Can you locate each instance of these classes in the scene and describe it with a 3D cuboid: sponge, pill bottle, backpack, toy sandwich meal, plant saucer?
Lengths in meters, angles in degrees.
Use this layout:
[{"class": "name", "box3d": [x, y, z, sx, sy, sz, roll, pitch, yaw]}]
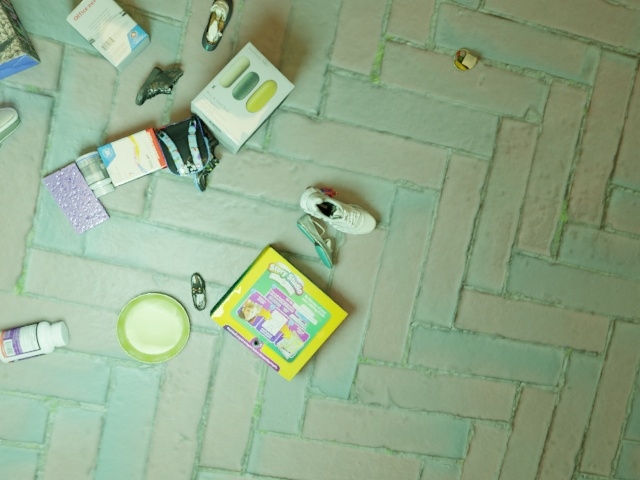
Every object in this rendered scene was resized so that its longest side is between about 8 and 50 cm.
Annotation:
[{"class": "sponge", "box3d": [-0.797, -0.135, 1.812, 0.117, 0.031, 0.210, -30, 100, -5]}, {"class": "pill bottle", "box3d": [-0.724, -0.212, 1.794, 0.078, 0.078, 0.137, -25, 99, -7]}, {"class": "backpack", "box3d": [-0.423, -0.286, 1.767, 0.158, 0.117, 0.174, -21, 82, 0]}, {"class": "toy sandwich meal", "box3d": [0.519, -0.650, 1.997, 0.085, 0.029, 0.086, -1, 96, -10]}, {"class": "plant saucer", "box3d": [-0.568, 0.296, 1.891, 0.240, 0.037, 0.241, -1, 95, -11]}, {"class": "pill bottle", "box3d": [-0.927, 0.323, 1.794, 0.193, 0.108, 0.108, -12, 97, -9]}]

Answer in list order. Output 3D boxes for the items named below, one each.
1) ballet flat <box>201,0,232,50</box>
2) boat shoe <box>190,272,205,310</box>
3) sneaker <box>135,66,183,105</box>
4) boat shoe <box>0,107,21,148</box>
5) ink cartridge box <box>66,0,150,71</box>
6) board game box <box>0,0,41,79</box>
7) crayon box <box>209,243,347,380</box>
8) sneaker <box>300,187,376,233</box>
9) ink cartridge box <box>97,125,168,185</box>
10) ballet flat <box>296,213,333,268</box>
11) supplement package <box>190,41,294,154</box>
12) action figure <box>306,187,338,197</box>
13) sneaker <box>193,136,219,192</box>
[{"class": "ballet flat", "box3d": [-0.336, -0.723, 1.819, 0.074, 0.074, 0.203, 19, 91, -11]}, {"class": "boat shoe", "box3d": [-0.419, 0.177, 1.905, 0.048, 0.042, 0.133, -7, 95, -7]}, {"class": "sneaker", "box3d": [-0.527, -0.499, 1.815, 0.089, 0.051, 0.170, 30, 86, -7]}, {"class": "boat shoe", "box3d": [-1.059, -0.298, 1.721, 0.305, 0.091, 0.109, -37, 58, -9]}, {"class": "ink cartridge box", "box3d": [-0.668, -0.665, 1.756, 0.203, 0.086, 0.148, 45, 86, -10]}, {"class": "board game box", "box3d": [-1.038, -0.639, 1.665, 0.231, 0.141, 0.291, -26, 99, -7]}, {"class": "crayon box", "box3d": [-0.144, 0.250, 1.928, 0.363, 0.106, 0.313, 42, 86, -11]}, {"class": "sneaker", "box3d": [0.073, -0.087, 1.915, 0.291, 0.118, 0.110, 20, 95, -23]}, {"class": "ink cartridge box", "box3d": [-0.585, -0.280, 1.812, 0.230, 0.078, 0.134, -24, 99, -8]}, {"class": "ballet flat", "box3d": [0.000, 0.000, 1.948, 0.068, 0.072, 0.213, -39, 102, -15]}, {"class": "supplement package", "box3d": [-0.255, -0.448, 1.782, 0.199, 0.198, 0.263, 43, 81, -11]}, {"class": "action figure", "box3d": [0.008, -0.168, 1.955, 0.115, 0.030, 0.038, 1, 92, -13]}, {"class": "sneaker", "box3d": [-0.380, -0.254, 1.856, 0.078, 0.067, 0.188, 11, 90, -5]}]
